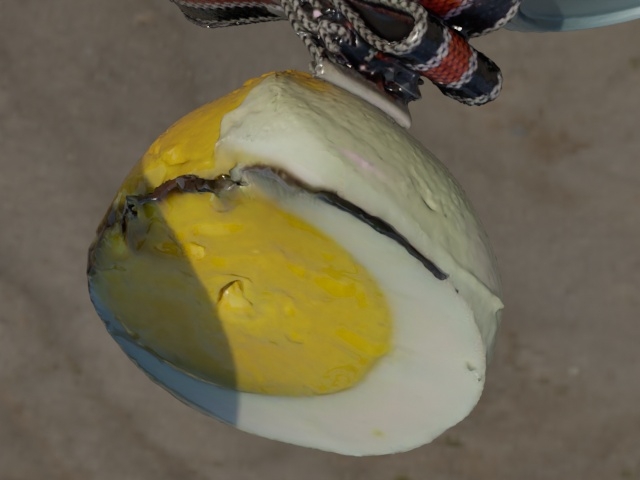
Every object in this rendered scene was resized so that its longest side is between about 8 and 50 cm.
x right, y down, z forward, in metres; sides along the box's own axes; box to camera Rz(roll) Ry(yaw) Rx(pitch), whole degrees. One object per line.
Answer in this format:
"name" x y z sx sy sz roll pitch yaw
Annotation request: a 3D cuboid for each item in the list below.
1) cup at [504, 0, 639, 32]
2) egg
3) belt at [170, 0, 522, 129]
"cup" 0.189 -0.327 1.181 0.256 0.311 0.331 -13 171 -9
"egg" 0.000 0.000 1.365 0.337 0.201 0.337 17 145 12
"belt" -0.012 -0.175 1.183 0.094 0.126 0.359 29 -179 -40
